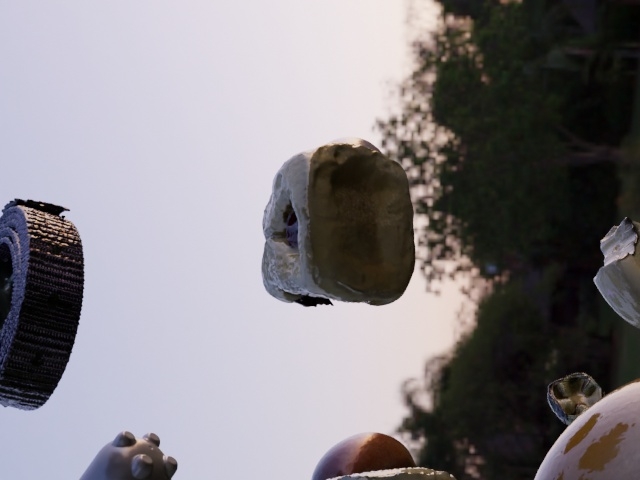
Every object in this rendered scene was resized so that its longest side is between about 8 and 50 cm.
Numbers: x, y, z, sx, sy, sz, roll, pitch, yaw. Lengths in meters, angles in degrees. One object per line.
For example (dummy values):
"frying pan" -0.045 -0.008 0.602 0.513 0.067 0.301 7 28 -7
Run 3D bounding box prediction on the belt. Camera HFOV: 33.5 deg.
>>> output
"belt" -0.438 0.098 1.559 0.260 0.122 0.325 -51 38 30

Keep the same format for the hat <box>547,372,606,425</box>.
"hat" 0.376 0.239 1.548 0.059 0.076 0.077 64 179 -38

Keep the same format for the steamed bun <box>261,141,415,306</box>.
"steamed bun" 0.000 0.000 1.086 0.140 0.155 0.172 12 -117 -33

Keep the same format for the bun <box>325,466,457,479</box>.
"bun" 0.072 0.411 1.530 0.287 0.287 0.146 51 -148 -71

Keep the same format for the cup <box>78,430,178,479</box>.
"cup" -0.292 0.396 1.687 0.142 0.173 0.134 -55 -21 12

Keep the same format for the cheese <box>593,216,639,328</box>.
"cheese" 0.487 0.089 1.522 0.249 0.071 0.163 52 -143 7

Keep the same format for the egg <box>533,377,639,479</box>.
"egg" 0.358 0.260 0.996 0.282 0.351 0.283 38 -154 -23

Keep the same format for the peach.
"peach" 0.090 0.502 2.059 0.252 0.252 0.252 2 -90 -77

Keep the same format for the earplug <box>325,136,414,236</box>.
"earplug" 0.041 -0.062 1.510 0.301 0.172 0.172 -86 -7 -65
